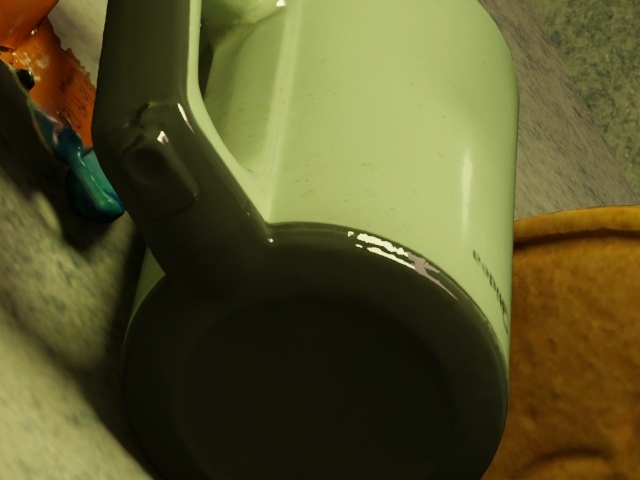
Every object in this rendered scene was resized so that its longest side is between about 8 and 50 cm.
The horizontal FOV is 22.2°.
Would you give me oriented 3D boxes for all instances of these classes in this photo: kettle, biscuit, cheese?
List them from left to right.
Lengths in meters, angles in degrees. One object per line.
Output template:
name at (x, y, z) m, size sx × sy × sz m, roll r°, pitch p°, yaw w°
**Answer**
cheese at (-0.201, -0.160, 0.990) m, size 0.329 × 0.129 × 0.217 m, roll 60°, pitch 15°, yaw -18°
kettle at (-0.014, -0.046, 1.035) m, size 0.377 × 0.250 × 0.361 m, roll -82°, pitch 149°, yaw -57°
biscuit at (0.252, 0.177, 1.187) m, size 0.078 × 0.350 × 0.455 m, roll -22°, pitch 77°, yaw -53°
